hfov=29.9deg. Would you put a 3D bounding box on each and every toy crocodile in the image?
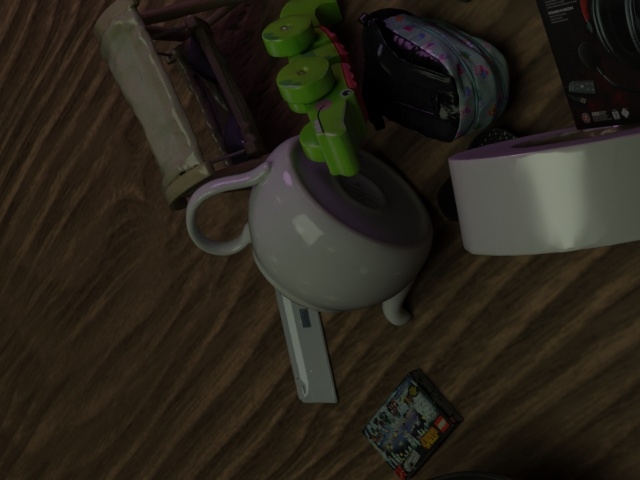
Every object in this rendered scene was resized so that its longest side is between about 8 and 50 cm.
[{"bbox_3d":[0.003,-0.193,1.451,0.340,0.105,0.115,-107,-5,-55],"label":"toy crocodile"}]

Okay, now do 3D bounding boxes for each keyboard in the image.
[{"bbox_3d":[-0.028,0.112,1.736,0.072,0.014,0.256,-8,97,38],"label":"keyboard"}]

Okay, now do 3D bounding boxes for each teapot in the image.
[{"bbox_3d":[0.000,0.000,1.508,0.256,0.252,0.187,47,122,17],"label":"teapot"}]

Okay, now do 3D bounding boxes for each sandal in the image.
[{"bbox_3d":[0.200,-0.084,1.457,0.067,0.040,0.179,64,148,16],"label":"sandal"}]

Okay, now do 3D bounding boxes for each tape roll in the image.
[{"bbox_3d":[0.277,-0.062,1.219,0.286,0.286,0.100,-6,98,43],"label":"tape roll"}]

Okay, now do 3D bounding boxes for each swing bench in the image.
[{"bbox_3d":[-0.160,-0.189,1.599,0.165,0.255,0.253,-29,82,43],"label":"swing bench"}]

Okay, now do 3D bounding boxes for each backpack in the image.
[{"bbox_3d":[0.133,-0.193,1.421,0.182,0.115,0.152,35,143,45],"label":"backpack"}]

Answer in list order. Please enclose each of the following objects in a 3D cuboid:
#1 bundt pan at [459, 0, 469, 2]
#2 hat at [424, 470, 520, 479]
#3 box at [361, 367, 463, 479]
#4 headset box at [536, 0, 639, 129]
[{"bbox_3d":[0.117,-0.435,1.368,0.331,0.124,0.331,14,112,40],"label":"bundt pan"},{"bbox_3d":[0.240,0.387,1.486,0.331,0.134,0.331,12,120,22],"label":"hat"},{"bbox_3d":[0.123,0.251,1.626,0.094,0.027,0.137,48,129,20],"label":"box"},{"bbox_3d":[0.310,-0.267,1.146,0.218,0.110,0.293,1,114,59],"label":"headset box"}]
